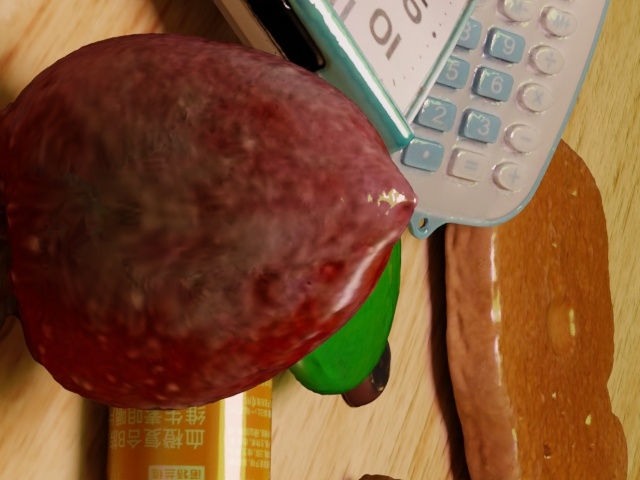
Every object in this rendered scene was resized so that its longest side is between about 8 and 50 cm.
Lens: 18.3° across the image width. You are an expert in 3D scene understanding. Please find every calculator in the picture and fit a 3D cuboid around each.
[{"bbox_3d":[0.122,-0.188,1.506,0.256,0.054,0.386,12,93,-42],"label":"calculator"}]

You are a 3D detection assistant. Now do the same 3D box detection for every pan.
[{"bbox_3d":[0.039,0.069,1.491,0.068,0.023,0.115,46,47,-55],"label":"pan"}]

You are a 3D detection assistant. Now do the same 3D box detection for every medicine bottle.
[{"bbox_3d":[-0.075,0.099,1.143,0.096,0.096,0.192,20,70,-64],"label":"medicine bottle"}]

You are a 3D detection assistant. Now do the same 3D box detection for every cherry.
[{"bbox_3d":[-0.060,-0.010,1.002,0.175,0.249,0.192,16,71,-56],"label":"cherry"}]

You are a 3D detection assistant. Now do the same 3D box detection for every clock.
[{"bbox_3d":[-0.013,-0.210,1.260,0.262,0.116,0.231,53,42,-25],"label":"clock"}]

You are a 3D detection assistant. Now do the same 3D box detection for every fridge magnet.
[{"bbox_3d":[0.000,0.000,1.331,0.208,0.088,0.208,-1,90,-66],"label":"fridge magnet"}]

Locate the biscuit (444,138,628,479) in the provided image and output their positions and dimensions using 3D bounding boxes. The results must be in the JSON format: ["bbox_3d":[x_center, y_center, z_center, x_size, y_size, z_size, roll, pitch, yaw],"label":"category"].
[{"bbox_3d":[0.191,0.099,1.773,0.350,0.078,0.455,-22,107,-68],"label":"biscuit"}]

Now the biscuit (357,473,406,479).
[{"bbox_3d":[0.051,0.267,1.488,0.215,0.034,0.182,18,72,-67],"label":"biscuit"}]
